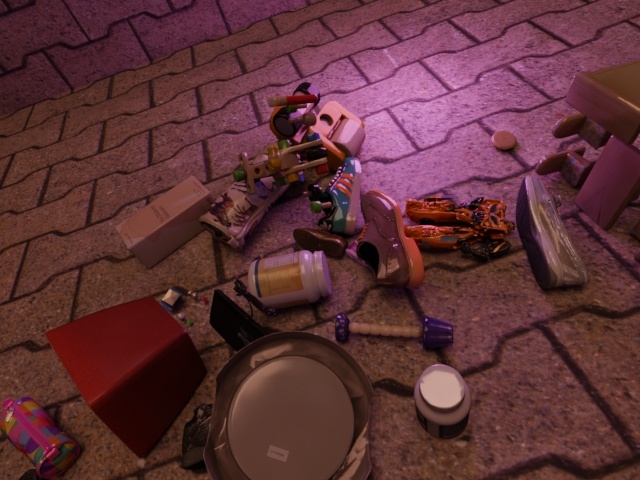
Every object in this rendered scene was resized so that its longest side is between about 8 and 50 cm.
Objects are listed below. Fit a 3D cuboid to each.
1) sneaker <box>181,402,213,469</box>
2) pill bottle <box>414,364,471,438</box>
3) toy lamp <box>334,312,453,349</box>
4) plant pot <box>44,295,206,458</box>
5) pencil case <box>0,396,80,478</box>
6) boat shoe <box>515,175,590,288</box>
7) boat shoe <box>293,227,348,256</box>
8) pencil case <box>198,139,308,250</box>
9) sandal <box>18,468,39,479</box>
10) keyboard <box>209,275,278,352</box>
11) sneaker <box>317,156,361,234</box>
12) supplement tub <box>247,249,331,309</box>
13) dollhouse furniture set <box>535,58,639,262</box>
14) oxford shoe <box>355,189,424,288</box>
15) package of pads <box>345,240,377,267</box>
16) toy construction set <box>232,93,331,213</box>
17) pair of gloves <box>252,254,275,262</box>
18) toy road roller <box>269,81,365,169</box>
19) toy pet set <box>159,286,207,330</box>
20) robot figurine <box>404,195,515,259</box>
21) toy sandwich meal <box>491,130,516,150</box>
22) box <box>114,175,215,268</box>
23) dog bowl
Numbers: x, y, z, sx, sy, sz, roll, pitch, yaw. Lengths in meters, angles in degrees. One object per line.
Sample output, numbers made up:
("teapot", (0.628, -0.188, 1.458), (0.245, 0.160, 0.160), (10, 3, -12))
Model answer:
("sneaker", (-0.212, 0.415, 0.913), (0.228, 0.087, 0.130), (-24, 56, 4))
("pill bottle", (0.241, 0.318, 0.796), (0.108, 0.180, 0.107), (-8, 51, 10))
("toy lamp", (0.175, 0.217, 0.964), (0.275, 0.080, 0.080), (-1, 52, 16))
("plant pot", (-0.442, 0.300, 0.978), (0.267, 0.267, 0.236), (31, 54, 34))
("pencil case", (-0.704, 0.482, 0.995), (0.237, 0.104, 0.104), (20, 60, 26))
("boat shoe", (0.579, -0.029, 1.022), (0.103, 0.118, 0.320), (-3, 55, 7))
("boat shoe", (0.000, 0.000, 1.207), (0.178, 0.064, 0.060), (17, 29, 26))
("pencil case", (-0.214, -0.147, 1.317), (0.184, 0.159, 0.410), (11, 55, 41))
("sandal", (-0.666, 0.623, 0.919), (0.067, 0.040, 0.179), (-23, 64, 5))
("keyboard", (-0.175, 0.217, 1.019), (0.317, 0.201, 0.033), (32, 28, 32))
("sneaker", (0.058, -0.155, 1.258), (0.121, 0.108, 0.301), (10, 54, -4))
("supplement tub", (-0.080, 0.106, 1.084), (0.200, 0.144, 0.144), (-11, 50, 7))
("dollhouse furniture set", (0.679, -0.188, 0.923), (0.257, 0.394, 0.362), (-16, 50, -9))
("oxford shoe", (0.155, -0.020, 1.096), (0.133, 0.129, 0.363), (-6, 40, -11))
("package of pads", (0.118, 0.038, 1.153), (0.083, 0.031, 0.050), (31, 63, 34))
("toy construction set", (-0.125, -0.249, 1.139), (0.238, 0.308, 0.257), (-12, 30, -22))
("pair of gloves", (-0.175, 0.080, 1.221), (0.084, 0.010, 0.074), (-6, 52, 15))
("toy road roller", (-0.028, -0.378, 1.456), (0.330, 0.240, 0.202), (33, 61, -7))
("toy pet set", (-0.413, 0.199, 1.180), (0.114, 0.065, 0.122), (32, 65, -4))
("robot figurine", (0.380, -0.047, 1.109), (0.291, 0.085, 0.210), (0, 54, 17))
("toy sandwich meal", (0.594, -0.324, 1.307), (0.086, 0.029, 0.085), (-3, 60, 5))
("box", (-0.508, -0.066, 1.363), (0.311, 0.121, 0.148), (-40, 53, -16))
("dog bowl", (-0.060, 0.368, 0.821), (0.349, 0.102, 0.348), (2, 68, -5))
